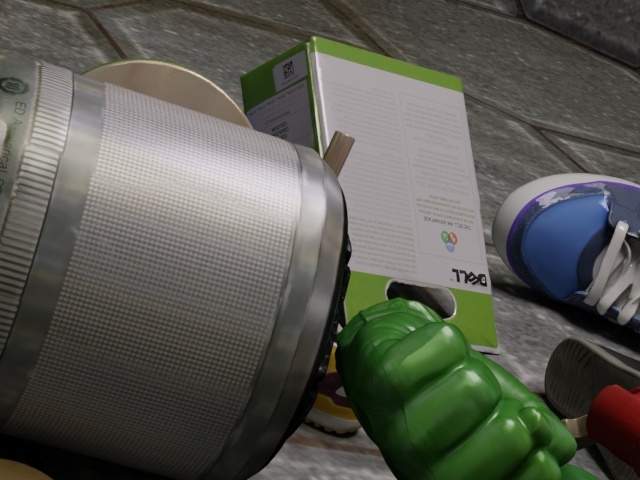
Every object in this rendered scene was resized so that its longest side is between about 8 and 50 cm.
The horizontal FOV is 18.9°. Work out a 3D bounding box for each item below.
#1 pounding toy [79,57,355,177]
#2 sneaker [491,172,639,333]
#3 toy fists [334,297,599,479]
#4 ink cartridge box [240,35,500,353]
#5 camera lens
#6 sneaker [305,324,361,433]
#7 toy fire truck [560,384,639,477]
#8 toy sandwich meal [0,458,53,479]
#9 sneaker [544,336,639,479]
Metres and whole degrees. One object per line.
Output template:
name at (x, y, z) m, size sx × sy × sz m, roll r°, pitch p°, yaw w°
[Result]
pounding toy at (-0.115, -0.032, 1.460) m, size 0.237 × 0.183 × 0.110 m, roll 18°, pitch -7°, yaw -12°
sneaker at (0.335, 0.053, 1.737) m, size 0.323 × 0.130 × 0.236 m, roll 19°, pitch 13°, yaw -26°
toy fists at (0.116, 0.149, 1.114) m, size 0.279 × 0.096 × 0.142 m, roll 51°, pitch 5°, yaw -21°
ink cartridge box at (0.042, -0.024, 1.620) m, size 0.189 × 0.097 × 0.255 m, roll 11°, pitch 65°, yaw -42°
camera lens at (-0.134, 0.018, 1.154) m, size 0.274 × 0.219 × 0.219 m, roll 17°, pitch 19°, yaw -15°
sneaker at (-0.039, 0.062, 1.357) m, size 0.186 × 0.084 × 0.069 m, roll 24°, pitch 18°, yaw 4°
toy fire truck at (0.241, 0.169, 1.304) m, size 0.246 × 0.158 × 0.217 m, roll 34°, pitch 0°, yaw 42°
toy sandwich meal at (-0.172, 0.149, 1.051) m, size 0.086 × 0.029 × 0.085 m, roll 17°, pitch 23°, yaw -8°
sneaker at (0.275, 0.144, 1.489) m, size 0.118 × 0.083 × 0.222 m, roll 14°, pitch 19°, yaw -26°
